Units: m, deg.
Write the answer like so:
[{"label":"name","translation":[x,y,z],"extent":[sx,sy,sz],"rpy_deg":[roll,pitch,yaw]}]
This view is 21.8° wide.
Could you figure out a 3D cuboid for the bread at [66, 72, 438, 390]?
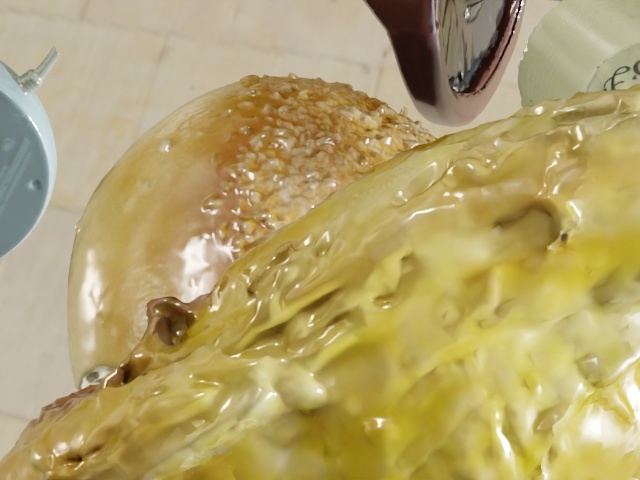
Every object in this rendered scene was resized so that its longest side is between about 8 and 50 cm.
[{"label":"bread","translation":[0.002,-0.004,0.981],"extent":[0.314,0.192,0.171],"rpy_deg":[9,-19,-41]}]

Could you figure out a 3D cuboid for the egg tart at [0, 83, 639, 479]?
[{"label":"egg tart","translation":[0.031,0.056,0.681],"extent":[0.351,0.153,0.339],"rpy_deg":[-31,0,1]}]

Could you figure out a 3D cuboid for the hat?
[{"label":"hat","translation":[0.185,-0.072,0.868],"extent":[0.166,0.122,0.081],"rpy_deg":[48,6,18]}]

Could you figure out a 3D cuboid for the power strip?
[{"label":"power strip","translation":[-0.256,-0.060,1.195],"extent":[0.137,0.044,0.216],"rpy_deg":[24,-62,-20]}]

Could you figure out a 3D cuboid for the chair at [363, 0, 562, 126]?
[{"label":"chair","translation":[0.204,-0.161,1.027],"extent":[0.401,0.226,0.226],"rpy_deg":[13,-27,21]}]
